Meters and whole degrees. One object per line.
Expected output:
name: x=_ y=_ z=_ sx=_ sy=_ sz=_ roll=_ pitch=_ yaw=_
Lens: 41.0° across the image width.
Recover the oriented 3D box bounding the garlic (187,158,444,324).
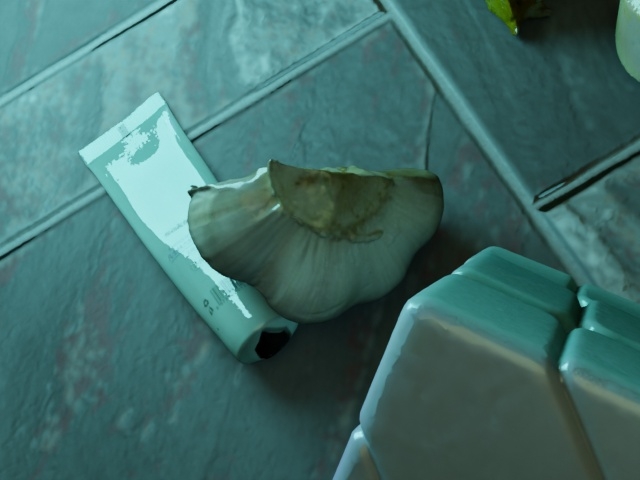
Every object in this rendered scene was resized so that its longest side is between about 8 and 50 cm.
garlic: x=0.000 y=0.000 z=0.770 sx=0.229 sy=0.178 sz=0.143 roll=-10 pitch=91 yaw=-10

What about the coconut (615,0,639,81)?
coconut: x=0.344 y=-0.216 z=0.771 sx=0.147 sy=0.153 sz=0.147 roll=-3 pitch=71 yaw=9

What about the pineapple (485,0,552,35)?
pineapple: x=0.184 y=-0.333 z=0.870 sx=0.186 sy=0.114 sz=0.237 roll=3 pitch=65 yaw=12

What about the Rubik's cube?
Rubik's cube: x=0.175 y=0.213 z=0.551 sx=0.321 sy=0.316 sz=0.319 roll=23 pitch=101 yaw=15

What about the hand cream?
hand cream: x=-0.131 y=-0.015 z=0.857 sx=0.109 sy=0.067 sz=0.321 roll=-38 pitch=67 yaw=0
